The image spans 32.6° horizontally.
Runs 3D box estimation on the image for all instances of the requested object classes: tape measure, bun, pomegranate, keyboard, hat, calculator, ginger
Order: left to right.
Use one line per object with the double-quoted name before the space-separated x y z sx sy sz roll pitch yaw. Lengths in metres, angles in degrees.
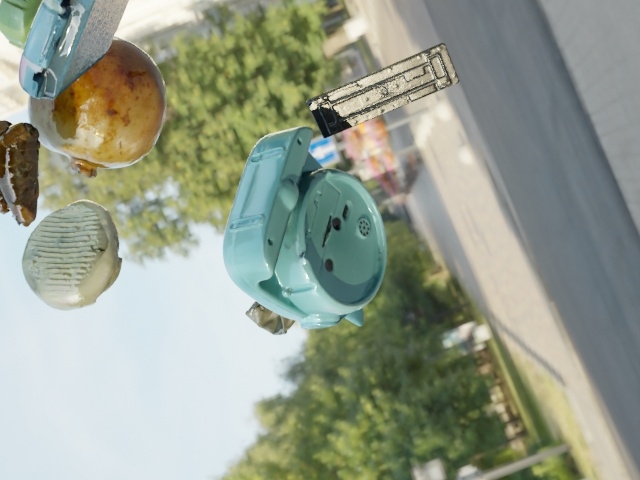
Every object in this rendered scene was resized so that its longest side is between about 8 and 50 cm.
"ginger" -0.462 -0.102 1.596 0.073 0.103 0.162 -25 -52 -51
"tape measure" -0.517 -0.421 1.984 0.154 0.087 0.177 -51 -20 -51
"bun" -0.476 0.037 2.138 0.116 0.210 0.237 54 -150 -50
"calculator" -0.276 -0.267 1.286 0.051 0.173 0.293 25 -157 -5
"pomegranate" -0.356 -0.216 1.756 0.248 0.248 0.248 -22 -90 -86
"hat" -0.070 0.102 2.256 0.085 0.175 0.147 28 157 -21
"keyboard" 0.086 -0.204 1.500 0.013 0.204 0.061 -90 -24 -65

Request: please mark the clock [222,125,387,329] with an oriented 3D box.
"clock" 0.000 0.000 1.446 0.274 0.094 0.224 37 -124 -39
